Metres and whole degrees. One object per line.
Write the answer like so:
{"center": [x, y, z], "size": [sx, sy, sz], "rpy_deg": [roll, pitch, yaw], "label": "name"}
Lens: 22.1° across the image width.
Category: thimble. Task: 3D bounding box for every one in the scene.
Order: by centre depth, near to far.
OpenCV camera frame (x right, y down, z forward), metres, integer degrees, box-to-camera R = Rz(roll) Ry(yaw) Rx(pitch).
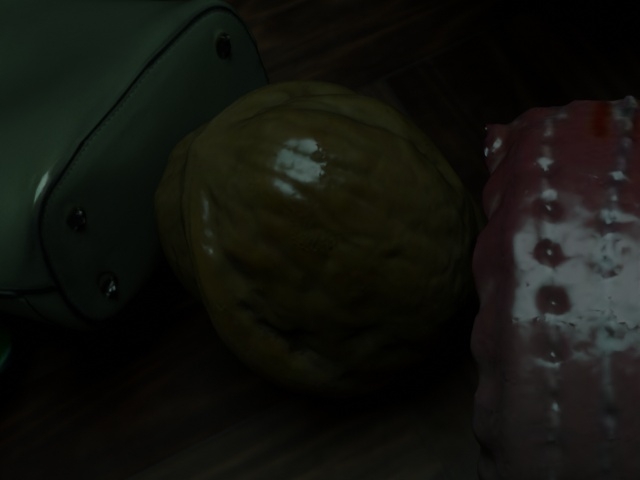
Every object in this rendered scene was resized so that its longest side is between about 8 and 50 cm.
{"center": [0.135, 0.041, 0.731], "size": [0.125, 0.163, 0.189], "rpy_deg": [1, 69, 12], "label": "thimble"}

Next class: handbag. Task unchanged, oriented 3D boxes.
{"center": [-0.202, -0.067, 0.903], "size": [0.315, 0.109, 0.241], "rpy_deg": [14, 49, 31], "label": "handbag"}

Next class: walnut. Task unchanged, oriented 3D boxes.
{"center": [0.000, 0.000, 0.790], "size": [0.166, 0.166, 0.149], "rpy_deg": [14, 68, 21], "label": "walnut"}

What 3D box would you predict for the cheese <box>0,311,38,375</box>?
{"center": [-0.252, 0.102, 0.818], "size": [0.204, 0.083, 0.320], "rpy_deg": [17, 50, 29], "label": "cheese"}
